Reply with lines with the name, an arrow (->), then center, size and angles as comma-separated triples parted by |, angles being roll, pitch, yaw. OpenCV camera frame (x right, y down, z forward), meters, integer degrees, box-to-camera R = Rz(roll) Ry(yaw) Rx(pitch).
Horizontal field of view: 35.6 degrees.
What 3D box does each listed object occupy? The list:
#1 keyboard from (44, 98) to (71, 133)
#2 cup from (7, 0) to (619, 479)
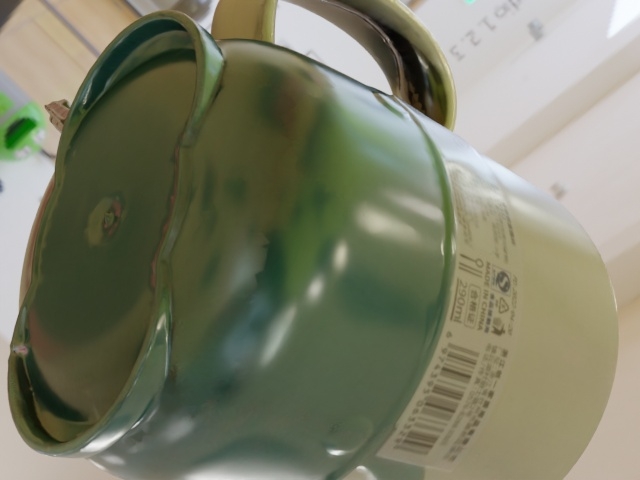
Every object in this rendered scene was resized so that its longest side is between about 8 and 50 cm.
keyboard -> -0.076, 0.032, 0.669 | 0.018, 0.309, 0.101 | -40, -156, -7
cup -> 0.000, 0.000, 0.511 | 0.219, 0.258, 0.289 | -8, -114, 44
